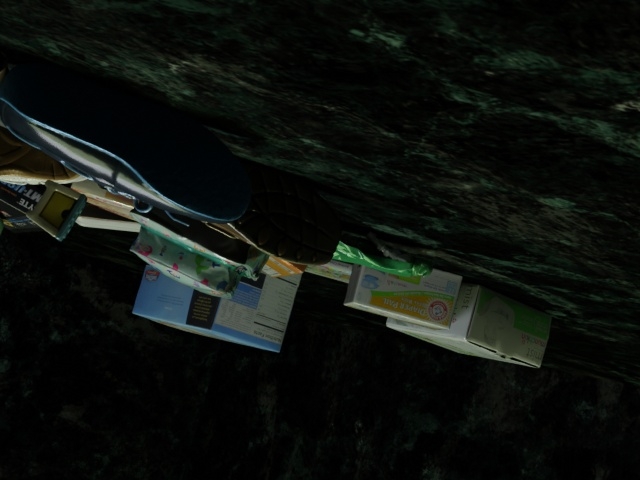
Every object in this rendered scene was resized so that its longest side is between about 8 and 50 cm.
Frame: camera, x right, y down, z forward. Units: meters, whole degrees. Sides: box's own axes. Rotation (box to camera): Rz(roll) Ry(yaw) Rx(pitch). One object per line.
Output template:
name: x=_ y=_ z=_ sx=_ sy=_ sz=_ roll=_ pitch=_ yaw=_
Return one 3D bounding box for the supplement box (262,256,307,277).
supplement box: x=-0.077 y=0.019 z=2.060 sx=0.080 sy=0.078 sz=0.233 roll=34 pitch=168 yaw=-14

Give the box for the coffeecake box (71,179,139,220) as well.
coffeecake box: x=-0.380 y=-0.093 z=1.957 sx=0.142 sy=0.068 sz=0.185 roll=18 pitch=171 yaw=-7

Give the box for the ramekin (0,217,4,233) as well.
ramekin: x=-0.835 y=-0.042 z=2.264 sx=0.303 sy=0.148 sz=0.303 roll=24 pitch=165 yaw=7

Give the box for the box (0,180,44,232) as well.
box: x=-0.728 y=-0.115 z=2.273 sx=0.293 sy=0.073 sz=0.295 roll=32 pitch=163 yaw=-30

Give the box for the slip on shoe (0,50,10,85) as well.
slip on shoe: x=-0.401 y=-0.215 z=1.286 sx=0.041 sy=0.051 sz=0.135 roll=2 pitch=164 yaw=7

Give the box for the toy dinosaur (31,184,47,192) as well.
toy dinosaur: x=-0.655 y=-0.096 z=2.455 sx=0.268 sy=0.064 sz=0.118 roll=5 pitch=151 yaw=47

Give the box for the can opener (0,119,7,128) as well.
can opener: x=-0.499 y=-0.193 z=1.476 sx=0.074 sy=0.093 sz=0.280 roll=6 pitch=172 yaw=43

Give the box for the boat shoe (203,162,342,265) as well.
boat shoe: x=-0.123 y=-0.062 z=1.585 sx=0.324 sy=0.122 sz=0.120 roll=26 pitch=174 yaw=-15

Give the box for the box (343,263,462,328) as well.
box: x=0.163 y=0.100 z=2.079 sx=0.203 sy=0.114 sz=0.103 roll=15 pitch=172 yaw=-8

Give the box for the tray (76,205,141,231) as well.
tray: x=-0.402 y=-0.049 z=2.102 sx=0.270 sy=0.030 sz=0.145 roll=6 pitch=-163 yaw=-44

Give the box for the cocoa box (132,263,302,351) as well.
cocoa box: x=-0.254 y=0.121 z=2.576 sx=0.231 sy=0.228 sz=0.347 roll=23 pitch=169 yaw=-40

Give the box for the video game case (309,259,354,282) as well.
video game case: x=0.037 y=0.069 z=2.412 sx=0.193 sy=0.023 sz=0.212 roll=15 pitch=171 yaw=1

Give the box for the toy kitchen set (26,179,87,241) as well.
toy kitchen set: x=-0.361 y=-0.082 z=1.581 sx=0.122 sy=0.166 sz=0.207 roll=30 pitch=171 yaw=-2

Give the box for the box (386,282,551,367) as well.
box: x=0.318 y=0.175 z=2.249 sx=0.262 sy=0.127 sz=0.231 roll=23 pitch=168 yaw=-39

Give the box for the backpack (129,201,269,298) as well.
backpack: x=-0.189 y=-0.011 z=1.780 sx=0.225 sy=0.191 sz=0.253 roll=25 pitch=-178 yaw=9

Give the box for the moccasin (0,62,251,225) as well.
moccasin: x=-0.250 y=-0.125 z=1.366 sx=0.342 sy=0.138 sz=0.117 roll=31 pitch=153 yaw=-16

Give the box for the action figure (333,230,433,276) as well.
action figure: x=0.087 y=0.020 z=1.865 sx=0.232 sy=0.063 sz=0.137 roll=18 pitch=170 yaw=9

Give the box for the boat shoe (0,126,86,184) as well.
boat shoe: x=-0.527 y=-0.140 z=1.813 sx=0.277 sy=0.098 sz=0.096 roll=13 pitch=170 yaw=8
